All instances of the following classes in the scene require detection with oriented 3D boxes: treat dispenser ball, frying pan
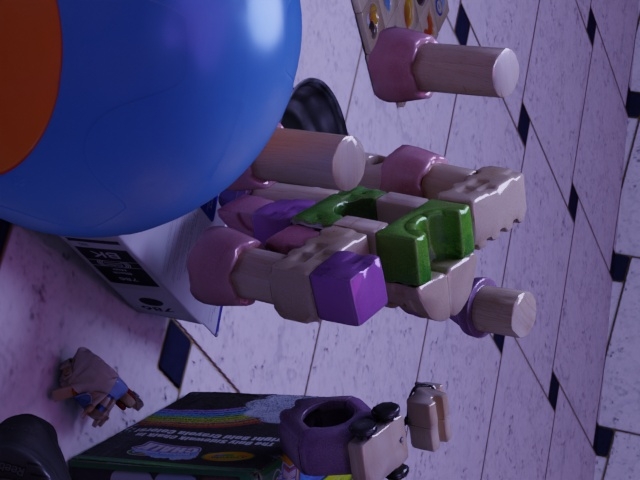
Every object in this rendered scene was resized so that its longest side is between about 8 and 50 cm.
[{"bbox_3d":[-0.156,-0.146,1.193,0.288,0.288,0.288,1,90,-68],"label":"treat dispenser ball"},{"bbox_3d":[-0.042,-0.086,1.785,0.326,0.053,0.197,29,64,-63],"label":"frying pan"}]

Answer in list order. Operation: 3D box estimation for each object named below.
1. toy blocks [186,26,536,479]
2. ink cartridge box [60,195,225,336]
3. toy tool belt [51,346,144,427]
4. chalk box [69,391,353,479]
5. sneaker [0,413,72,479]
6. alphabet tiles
[{"bbox_3d":[0.000,0.000,1.486,0.289,0.260,0.308,-31,121,-45],"label":"toy blocks"},{"bbox_3d":[-0.144,-0.041,1.486,0.332,0.065,0.165,58,39,-66],"label":"ink cartridge box"},{"bbox_3d":[-0.188,0.128,1.454,0.051,0.052,0.083,-48,141,-11],"label":"toy tool belt"},{"bbox_3d":[-0.095,0.253,1.504,0.289,0.180,0.179,-26,114,-64],"label":"chalk box"},{"bbox_3d":[-0.210,0.263,1.330,0.130,0.109,0.286,-80,172,-70],"label":"sneaker"},{"bbox_3d":[0.102,-0.346,2.178,0.342,0.011,0.285,-64,147,-46],"label":"alphabet tiles"}]
